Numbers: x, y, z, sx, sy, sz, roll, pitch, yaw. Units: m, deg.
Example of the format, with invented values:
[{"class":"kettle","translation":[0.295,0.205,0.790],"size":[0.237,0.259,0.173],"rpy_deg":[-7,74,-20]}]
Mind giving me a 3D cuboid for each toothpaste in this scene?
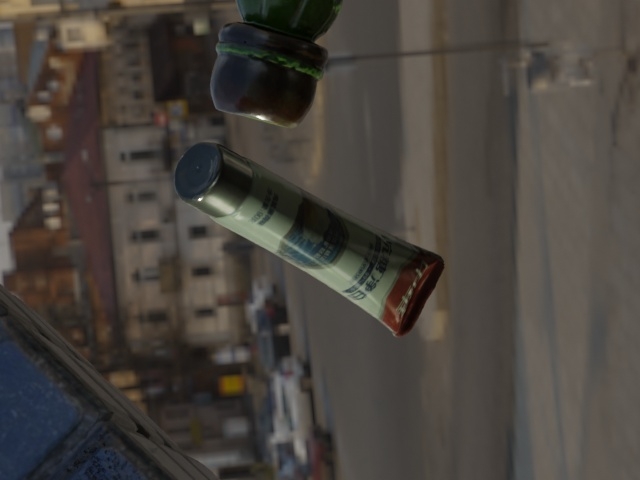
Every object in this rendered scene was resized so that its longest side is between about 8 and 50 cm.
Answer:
[{"class":"toothpaste","translation":[0.000,0.000,0.922],"size":[0.039,0.239,0.062],"rpy_deg":[28,89,42]}]

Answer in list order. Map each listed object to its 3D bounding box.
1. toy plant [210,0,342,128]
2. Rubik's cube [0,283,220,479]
[{"class":"toy plant","translation":[-0.034,-0.177,1.231],"size":[0.093,0.093,0.162],"rpy_deg":[-134,59,-81]},{"class":"Rubik's cube","translation":[-0.246,0.216,1.065],"size":[0.305,0.301,0.304],"rpy_deg":[43,173,13]}]
